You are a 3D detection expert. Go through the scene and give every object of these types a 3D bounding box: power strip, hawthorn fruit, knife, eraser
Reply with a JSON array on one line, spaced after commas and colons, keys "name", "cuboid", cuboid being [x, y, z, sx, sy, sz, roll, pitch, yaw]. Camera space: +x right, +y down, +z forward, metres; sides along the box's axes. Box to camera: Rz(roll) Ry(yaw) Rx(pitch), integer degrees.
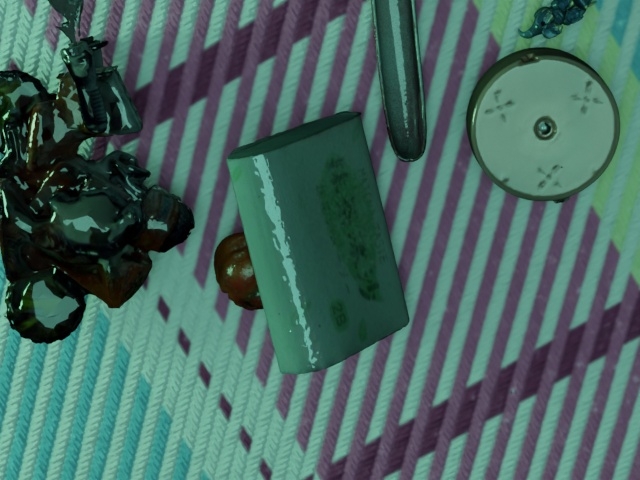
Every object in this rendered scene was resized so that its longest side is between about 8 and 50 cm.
[{"name": "power strip", "cuboid": [0.223, -0.115, 1.852, 0.154, 0.078, 0.154, 0, 103, 0]}, {"name": "hawthorn fruit", "cuboid": [-0.063, 0.026, 1.893, 0.093, 0.093, 0.093, 1, 102, 2]}, {"name": "knife", "cuboid": [0.085, -0.220, 1.850, 0.123, 0.053, 0.278, -6, 102, -1]}, {"name": "eraser", "cuboid": [0.000, 0.000, 1.850, 0.081, 0.174, 0.227, -4, 104, 46]}]

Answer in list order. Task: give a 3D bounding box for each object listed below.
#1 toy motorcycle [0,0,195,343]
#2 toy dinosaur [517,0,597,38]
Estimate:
[{"name": "toy motorcycle", "cuboid": [-0.244, -0.096, 1.851, 0.207, 0.134, 0.401, -7, 103, 4]}, {"name": "toy dinosaur", "cuboid": [0.238, -0.226, 1.845, 0.083, 0.047, 0.030, -34, 97, 5]}]
